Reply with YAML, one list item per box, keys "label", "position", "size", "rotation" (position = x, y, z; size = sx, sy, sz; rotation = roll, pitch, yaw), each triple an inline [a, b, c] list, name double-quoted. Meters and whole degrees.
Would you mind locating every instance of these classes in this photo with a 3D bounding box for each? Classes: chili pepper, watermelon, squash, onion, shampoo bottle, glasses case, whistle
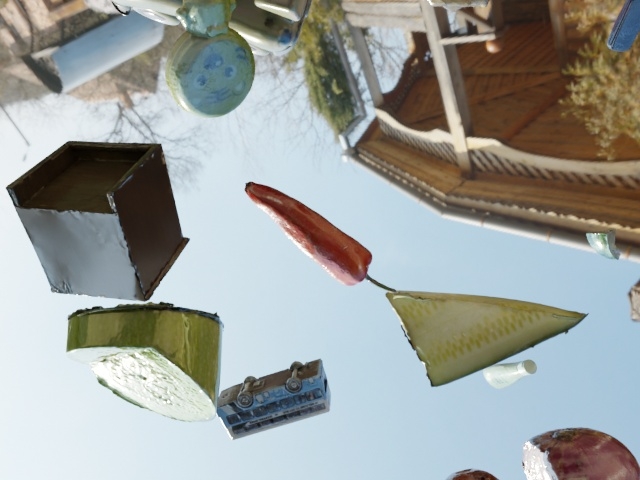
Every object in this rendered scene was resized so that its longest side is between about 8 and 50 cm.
- label: "chili pepper"
  position: [0.000, 0.000, 0.766]
  size: [0.071, 0.272, 0.063]
  rotation: [-44, -169, 50]
- label: "watermelon"
  position: [0.609, 0.002, 1.120]
  size: [0.061, 0.085, 0.085]
  rotation: [-47, -148, 3]
- label: "squash"
  position: [0.252, 0.098, 0.827]
  size: [0.252, 0.169, 0.093]
  rotation: [-30, 173, 18]
- label: "onion"
  position: [0.491, 0.431, 0.981]
  size: [0.200, 0.207, 0.201]
  rotation: [-5, -123, 8]
- label: "shampoo bottle"
  position: [0.480, 0.334, 1.337]
  size: [0.041, 0.069, 0.191]
  rotation: [-34, 168, -22]
- label: "squash"
  position: [-0.243, 0.162, 0.718]
  size: [0.220, 0.220, 0.133]
  rotation: [-9, -119, 25]
- label: "glasses case"
  position: [0.414, -0.296, 0.710]
  size: [0.033, 0.083, 0.023]
  rotation: [0, -135, -4]
- label: "whistle"
  position: [-0.122, -0.224, 0.563]
  size: [0.104, 0.198, 0.057]
  rotation: [-29, -129, -29]

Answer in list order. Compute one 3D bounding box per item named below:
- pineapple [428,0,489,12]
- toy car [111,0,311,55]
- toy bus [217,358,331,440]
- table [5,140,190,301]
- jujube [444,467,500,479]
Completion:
- label: "pineapple"
  position: [0.228, -0.471, 0.797]
  size: [0.169, 0.169, 0.340]
  rotation: [-7, -142, 27]
- label: "toy car"
  position: [-0.168, -0.441, 0.801]
  size: [0.336, 0.242, 0.226]
  rotation: [18, -173, -7]
- label: "toy bus"
  position: [-0.121, 0.418, 1.401]
  size: [0.297, 0.131, 0.106]
  rotation: [-18, -166, 8]
- label: "table"
  position: [-0.330, -0.038, 0.828]
  size: [0.169, 0.193, 0.172]
  rotation: [4, -143, 11]
- label: "jujube"
  position: [0.280, 0.547, 0.992]
  size: [0.155, 0.230, 0.155]
  rotation: [10, -173, -1]
